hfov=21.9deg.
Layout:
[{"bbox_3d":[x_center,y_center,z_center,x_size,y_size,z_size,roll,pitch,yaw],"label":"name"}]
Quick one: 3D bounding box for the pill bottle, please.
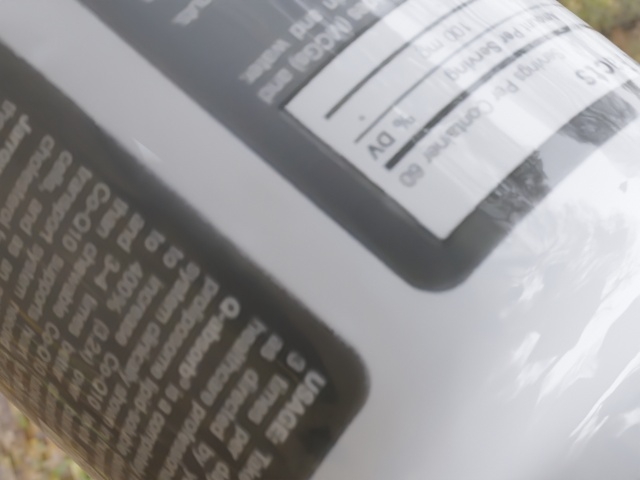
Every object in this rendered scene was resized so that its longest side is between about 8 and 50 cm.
[{"bbox_3d":[0.000,0.000,0.527,0.363,0.210,0.210,41,1,15],"label":"pill bottle"}]
